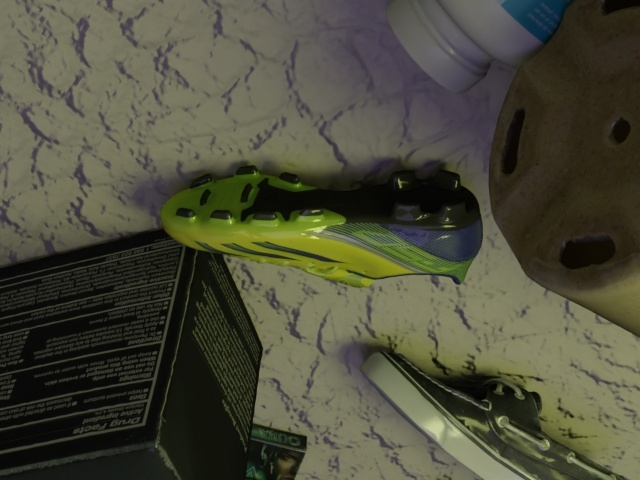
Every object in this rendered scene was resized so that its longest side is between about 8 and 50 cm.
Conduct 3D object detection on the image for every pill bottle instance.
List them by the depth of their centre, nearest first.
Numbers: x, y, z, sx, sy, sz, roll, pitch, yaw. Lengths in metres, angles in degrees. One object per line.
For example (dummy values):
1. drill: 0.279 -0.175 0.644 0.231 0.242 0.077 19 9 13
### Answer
1. pill bottle: 0.171 -0.224 0.839 0.146 0.146 0.264 38 118 -21

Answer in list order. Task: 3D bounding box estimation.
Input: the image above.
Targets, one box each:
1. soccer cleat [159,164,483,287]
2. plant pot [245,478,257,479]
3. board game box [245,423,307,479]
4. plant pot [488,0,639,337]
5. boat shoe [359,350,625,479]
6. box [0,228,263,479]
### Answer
1. soccer cleat: 0.000 0.001 1.042 0.289 0.093 0.121 0 128 2
2. plant pot: -0.083 0.303 1.239 0.083 0.081 0.081 -20 123 4
3. board game box: -0.120 0.240 1.259 0.186 0.026 0.126 15 125 -8
4. plant pot: 0.300 -0.033 0.804 0.305 0.333 0.334 18 127 -32
5. boat shoe: 0.178 0.187 1.166 0.301 0.108 0.102 37 88 -7
6. box: -0.226 0.163 1.047 0.296 0.294 0.182 -13 123 13
